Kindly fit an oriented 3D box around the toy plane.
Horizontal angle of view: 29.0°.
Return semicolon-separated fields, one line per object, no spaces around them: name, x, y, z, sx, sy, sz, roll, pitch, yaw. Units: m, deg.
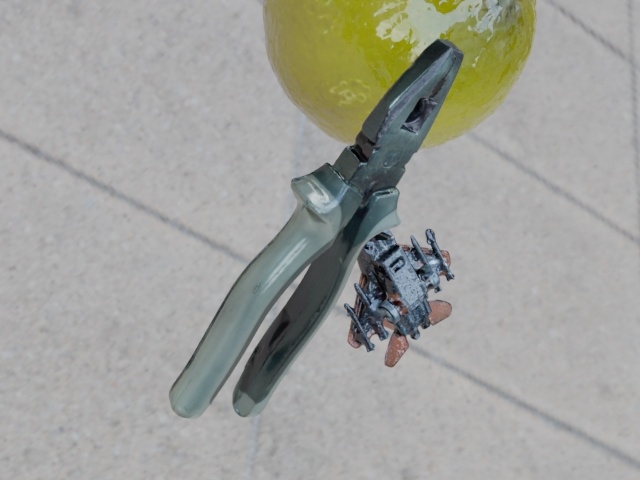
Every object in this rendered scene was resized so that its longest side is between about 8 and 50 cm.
toy plane;0.058;0.020;1.081;0.130;0.061;0.189;-39;131;-19

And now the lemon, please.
lemon;0.077;-0.221;1.254;0.293;0.293;0.293;21;53;-32

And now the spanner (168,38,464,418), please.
spanner;0.000;0.000;0.853;0.096;0.325;0.040;8;33;-49
